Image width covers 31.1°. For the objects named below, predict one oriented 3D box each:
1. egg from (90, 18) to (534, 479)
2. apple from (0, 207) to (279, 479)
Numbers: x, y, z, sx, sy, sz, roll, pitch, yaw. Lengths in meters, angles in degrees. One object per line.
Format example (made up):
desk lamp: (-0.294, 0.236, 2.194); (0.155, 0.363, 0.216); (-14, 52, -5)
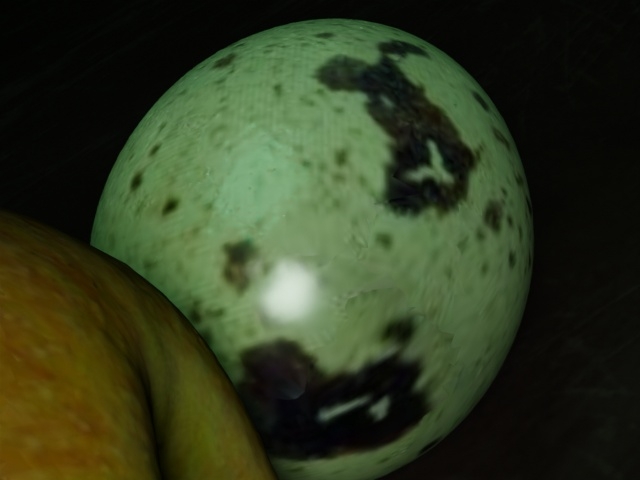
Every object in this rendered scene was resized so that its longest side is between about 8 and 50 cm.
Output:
egg: (0.000, 0.000, 0.779); (0.287, 0.288, 0.379); (-10, 20, 18)
apple: (-0.163, 0.175, 0.491); (0.333, 0.400, 0.400); (-7, 32, 10)
